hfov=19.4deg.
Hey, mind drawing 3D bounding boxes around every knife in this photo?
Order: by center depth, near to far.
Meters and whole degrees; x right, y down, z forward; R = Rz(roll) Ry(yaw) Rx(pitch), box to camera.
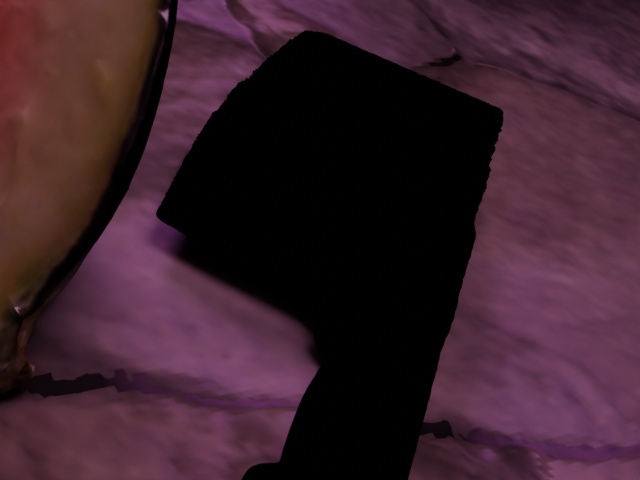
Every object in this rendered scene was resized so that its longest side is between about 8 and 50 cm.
[{"bbox_3d":[0.000,0.000,0.423,0.072,0.019,0.245,23,25,-1],"label":"knife"}]

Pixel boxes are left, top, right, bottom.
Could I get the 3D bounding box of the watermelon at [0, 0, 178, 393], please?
[{"bbox_3d":[-0.150,-0.103,0.401,0.303,0.159,0.128,30,-11,2],"label":"watermelon"}]
